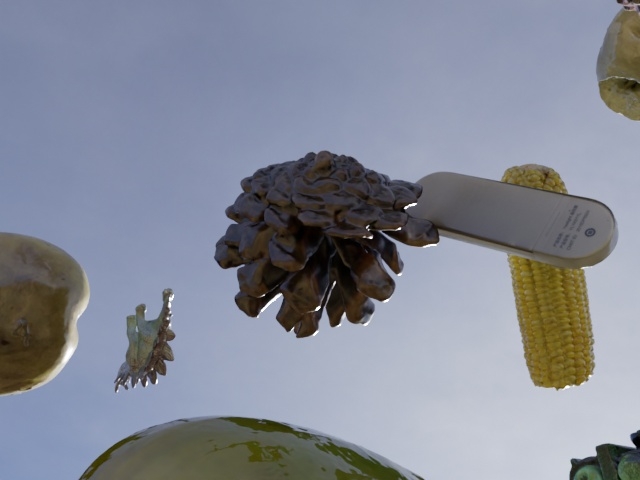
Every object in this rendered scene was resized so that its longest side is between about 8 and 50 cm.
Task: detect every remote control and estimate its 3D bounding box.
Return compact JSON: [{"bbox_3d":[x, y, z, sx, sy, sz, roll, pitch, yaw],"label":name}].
[{"bbox_3d":[0.190,-0.025,0.885,0.245,0.077,0.022,16,-24,40],"label":"remote control"}]

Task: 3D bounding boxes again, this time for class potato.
[{"bbox_3d":[-0.412,0.086,0.952,0.296,0.141,0.192,-3,-90,-14],"label":"potato"}]

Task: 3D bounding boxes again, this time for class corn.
[{"bbox_3d":[0.250,0.038,0.933,0.081,0.249,0.081,-8,-7,-1],"label":"corn"}]

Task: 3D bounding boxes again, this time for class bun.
[{"bbox_3d":[0.422,-0.218,0.989,0.193,0.128,0.178,-45,-41,14],"label":"bun"}]

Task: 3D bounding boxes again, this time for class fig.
[{"bbox_3d":[-0.035,0.203,0.474,0.230,0.207,0.207,22,-47,-40],"label":"fig"}]

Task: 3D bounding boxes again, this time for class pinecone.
[{"bbox_3d":[-0.001,0.003,0.900,0.202,0.229,0.201,18,-74,-33],"label":"pinecone"}]

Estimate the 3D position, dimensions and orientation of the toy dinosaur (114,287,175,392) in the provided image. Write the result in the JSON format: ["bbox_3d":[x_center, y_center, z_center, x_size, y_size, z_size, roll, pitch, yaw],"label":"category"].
[{"bbox_3d":[-0.201,0.127,0.952,0.039,0.082,0.209,5,-36,-28],"label":"toy dinosaur"}]

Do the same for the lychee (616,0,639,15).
[{"bbox_3d":[0.271,-0.223,0.576,0.197,0.165,0.165,22,-50,1],"label":"lychee"}]

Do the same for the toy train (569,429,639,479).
[{"bbox_3d":[0.266,0.194,0.677,0.111,0.071,0.170,-31,-34,35],"label":"toy train"}]
